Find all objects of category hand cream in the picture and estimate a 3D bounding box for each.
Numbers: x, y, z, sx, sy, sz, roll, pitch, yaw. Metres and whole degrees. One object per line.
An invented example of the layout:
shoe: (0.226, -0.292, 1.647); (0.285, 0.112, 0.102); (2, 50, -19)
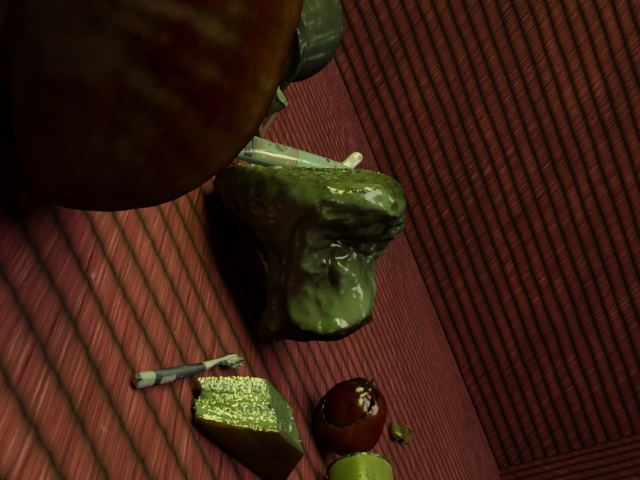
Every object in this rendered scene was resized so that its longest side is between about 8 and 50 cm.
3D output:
hand cream: (-0.073, -0.165, 1.416); (0.331, 0.058, 0.085); (14, 45, -17)

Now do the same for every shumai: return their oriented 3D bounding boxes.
shumai: (-0.022, 0.022, 1.251); (0.324, 0.397, 0.323); (-3, 98, -32)

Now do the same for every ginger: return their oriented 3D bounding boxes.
ginger: (0.224, 0.531, 1.884); (0.137, 0.044, 0.057); (40, 51, -58)

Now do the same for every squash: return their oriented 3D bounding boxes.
squash: (0.080, 0.523, 1.227); (0.247, 0.132, 0.132); (-95, 158, -46)

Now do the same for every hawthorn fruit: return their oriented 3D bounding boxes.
hawthorn fruit: (0.068, 0.342, 1.353); (0.148, 0.172, 0.148); (30, 20, -12)

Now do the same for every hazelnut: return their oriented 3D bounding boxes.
hazelnut: (-0.218, -0.254, 0.695); (0.402, 0.429, 0.402); (31, 11, -7)

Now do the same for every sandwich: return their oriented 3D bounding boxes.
sandwich: (-0.092, 0.281, 1.030); (0.258, 0.096, 0.094); (56, 15, -47)

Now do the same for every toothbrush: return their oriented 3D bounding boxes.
toothbrush: (-0.179, 0.184, 0.968); (0.024, 0.026, 0.288); (-68, 161, 3)

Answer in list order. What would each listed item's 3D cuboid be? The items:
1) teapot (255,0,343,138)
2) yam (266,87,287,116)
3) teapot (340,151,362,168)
teapot: (-0.125, -0.443, 1.556); (0.362, 0.306, 0.376); (-64, 162, -58)
yam: (-0.163, -0.264, 1.277); (0.107, 0.194, 0.107); (-17, 90, -75)
teapot: (-0.018, -0.089, 1.521); (0.204, 0.139, 0.298); (39, 61, 0)
